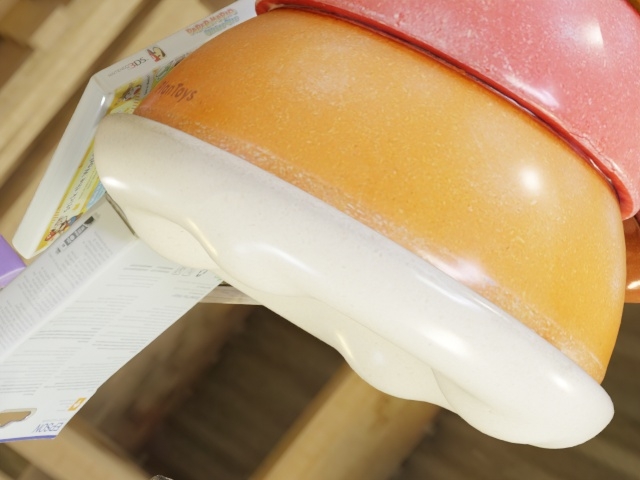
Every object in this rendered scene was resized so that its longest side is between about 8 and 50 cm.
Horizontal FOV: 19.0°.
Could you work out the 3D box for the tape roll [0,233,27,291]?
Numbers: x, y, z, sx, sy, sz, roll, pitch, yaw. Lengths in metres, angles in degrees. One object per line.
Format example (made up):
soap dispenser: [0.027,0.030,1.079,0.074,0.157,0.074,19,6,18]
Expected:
tape roll: [-0.395,0.057,1.948,0.189,0.080,0.189,-39,175,-4]

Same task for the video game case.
video game case: [-0.142,-0.096,1.564,0.206,0.026,0.227,-34,166,-41]

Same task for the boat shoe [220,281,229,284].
boat shoe: [-0.094,-0.013,1.815,0.056,0.152,0.049,-24,-156,-2]

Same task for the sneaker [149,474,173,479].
sneaker: [-0.074,0.303,1.744,0.086,0.163,0.226,-60,-147,7]

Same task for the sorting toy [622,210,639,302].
sorting toy: [0.187,-0.095,1.616,0.126,0.365,0.127,-22,173,-6]

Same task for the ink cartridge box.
ink cartridge box: [-0.176,0.060,1.375,0.224,0.045,0.223,-42,165,11]

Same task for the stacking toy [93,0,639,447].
stacking toy: [0.117,-0.145,1.164,0.480,0.351,0.350,-59,-149,-6]

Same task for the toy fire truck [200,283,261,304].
toy fire truck: [0.000,0.000,1.498,0.246,0.217,0.158,-45,-118,11]
